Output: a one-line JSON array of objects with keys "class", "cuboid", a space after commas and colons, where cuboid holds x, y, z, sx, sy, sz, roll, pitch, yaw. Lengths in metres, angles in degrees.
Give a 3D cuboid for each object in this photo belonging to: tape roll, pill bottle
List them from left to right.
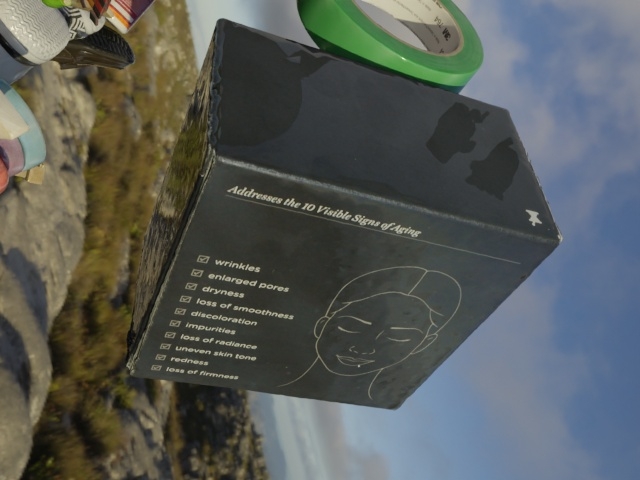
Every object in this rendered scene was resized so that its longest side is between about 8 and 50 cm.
[{"class": "pill bottle", "cuboid": [-0.356, -0.476, 1.294, 0.086, 0.152, 0.086, 41, -1, 1]}, {"class": "tape roll", "cuboid": [0.118, -0.359, 1.130, 0.077, 0.321, 0.321, -53, -137, 41]}]

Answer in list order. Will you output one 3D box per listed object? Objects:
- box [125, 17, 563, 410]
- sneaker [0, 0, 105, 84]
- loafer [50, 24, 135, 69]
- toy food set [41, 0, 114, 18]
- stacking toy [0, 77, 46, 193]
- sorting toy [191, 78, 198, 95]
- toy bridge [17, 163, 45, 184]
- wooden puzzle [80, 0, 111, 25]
[{"class": "box", "cuboid": [0.000, 0.000, 1.041, 0.471, 0.480, 0.297, 123, -28, -43]}, {"class": "sneaker", "cuboid": [-0.466, -0.319, 1.024, 0.137, 0.210, 0.366, 59, 12, -26]}, {"class": "loafer", "cuboid": [-0.446, -0.349, 1.228, 0.078, 0.220, 0.080, -44, -127, 39]}, {"class": "toy food set", "cuboid": [-0.327, -0.307, 0.742, 0.132, 0.038, 0.192, 26, -13, 39]}, {"class": "stacking toy", "cuboid": [-0.403, -0.215, 0.772, 0.280, 0.130, 0.309, -11, -65, 49]}, {"class": "sorting toy", "cuboid": [-0.194, -0.157, 1.390, 0.196, 0.047, 0.347, -156, -127, -65]}, {"class": "toy bridge", "cuboid": [-0.518, -0.142, 1.186, 0.188, 0.026, 0.063, 19, -84, 50]}, {"class": "wooden puzzle", "cuboid": [-0.182, -0.209, 0.542, 0.049, 0.006, 0.083, 61, -29, -6]}]
